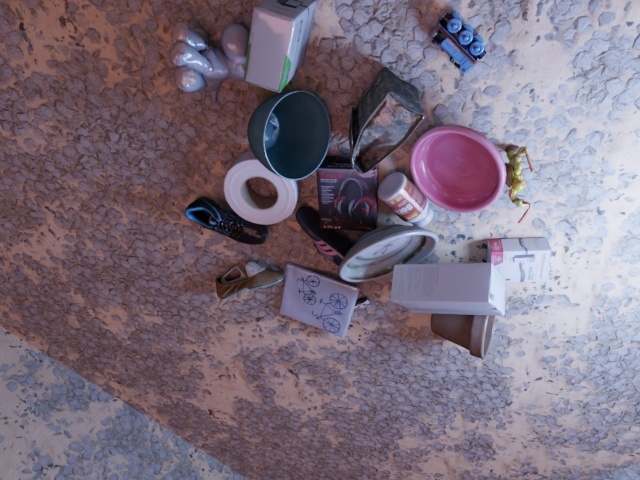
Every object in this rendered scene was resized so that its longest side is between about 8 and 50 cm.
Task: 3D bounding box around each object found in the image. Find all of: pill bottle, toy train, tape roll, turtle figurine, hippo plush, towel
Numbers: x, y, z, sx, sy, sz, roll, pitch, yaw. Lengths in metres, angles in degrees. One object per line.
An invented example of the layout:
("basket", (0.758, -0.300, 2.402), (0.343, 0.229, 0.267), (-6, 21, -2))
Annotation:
("pill bottle", (0.315, -0.141, 1.835), (0.121, 0.121, 0.216), (-32, 128, 28))
("toy train", (0.417, -0.603, 1.531), (0.184, 0.080, 0.105), (37, 129, -15))
("tape roll", (-0.220, -0.202, 1.925), (0.286, 0.100, 0.286), (5, 125, 7))
("turtle figurine", (0.643, -0.209, 1.676), (0.087, 0.217, 0.269), (-4, 124, 14))
("hippo plush", (-0.321, -0.559, 1.608), (0.237, 0.234, 0.294), (-5, 123, 15))
("towel", (-0.162, -0.515, 1.699), (0.110, 0.027, 0.148), (-25, 148, 24))

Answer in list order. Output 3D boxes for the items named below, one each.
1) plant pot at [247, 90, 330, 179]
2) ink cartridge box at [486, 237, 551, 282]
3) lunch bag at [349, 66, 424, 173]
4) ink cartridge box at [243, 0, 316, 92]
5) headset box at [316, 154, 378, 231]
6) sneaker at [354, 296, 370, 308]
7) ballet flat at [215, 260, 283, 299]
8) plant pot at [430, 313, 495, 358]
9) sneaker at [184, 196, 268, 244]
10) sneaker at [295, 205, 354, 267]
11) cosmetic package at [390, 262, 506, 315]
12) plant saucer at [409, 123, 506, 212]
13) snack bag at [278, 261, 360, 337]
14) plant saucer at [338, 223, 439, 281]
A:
("plant pot", (-0.136, -0.367, 1.714), (0.195, 0.290, 0.290), (22, 137, 42))
("ink cartridge box", (0.758, 0.077, 1.935), (0.218, 0.092, 0.158), (-3, 125, 11))
("lunch bag", (0.183, -0.378, 1.636), (0.169, 0.235, 0.287), (28, 125, -16))
("ink cartridge box", (-0.116, -0.601, 1.507), (0.122, 0.289, 0.211), (18, 126, 2))
("headset box", (0.103, -0.186, 1.865), (0.218, 0.110, 0.293), (4, 125, 9))
("sneaker", (0.170, 0.288, 2.231), (0.109, 0.040, 0.043), (-22, 127, 28))
("ballet flat", (-0.327, 0.161, 2.213), (0.343, 0.116, 0.124), (-18, 100, 26))
("plant pot", (0.585, 0.334, 2.078), (0.229, 0.263, 0.263), (8, 128, 27))
("sneaker", (-0.375, -0.060, 1.997), (0.341, 0.139, 0.125), (21, 108, 4))
("sneaker", (0.000, 0.000, 2.021), (0.319, 0.112, 0.131), (44, 137, -14))
("cosmetic package", (0.487, 0.188, 1.920), (0.385, 0.156, 0.217), (-4, 158, 31))
("plant saucer", (0.467, -0.250, 1.708), (0.332, 0.084, 0.332), (24, 139, 22))
("snack bag", (-0.018, 0.270, 2.243), (0.343, 0.037, 0.323), (18, 128, 9))
("plant saucer", (0.247, 0.032, 1.926), (0.401, 0.100, 0.400), (-16, 156, -7))
